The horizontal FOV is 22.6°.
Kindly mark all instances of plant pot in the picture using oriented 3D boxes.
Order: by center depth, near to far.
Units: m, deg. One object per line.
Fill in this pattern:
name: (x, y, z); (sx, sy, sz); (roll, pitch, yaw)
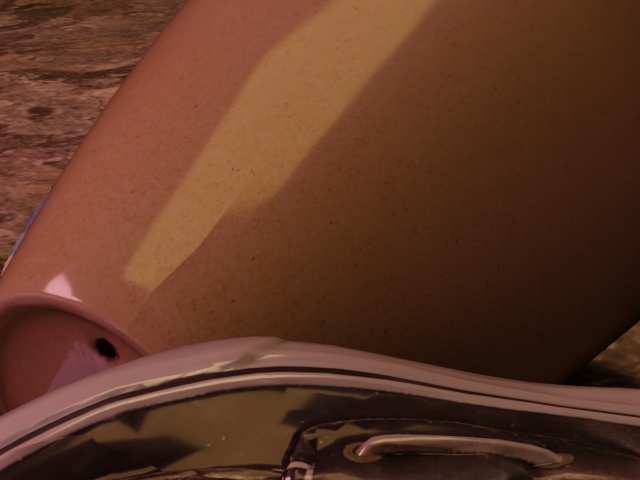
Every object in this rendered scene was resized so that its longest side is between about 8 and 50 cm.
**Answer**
plant pot: (0.000, 0.000, 0.655); (0.256, 0.256, 0.274); (9, 37, 35)

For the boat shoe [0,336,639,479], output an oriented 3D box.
boat shoe: (0.037, 0.097, 0.479); (0.335, 0.121, 0.119); (-3, 13, -6)

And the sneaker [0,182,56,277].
sneaker: (-0.075, 0.012, 0.801); (0.162, 0.073, 0.063); (18, 2, -40)
